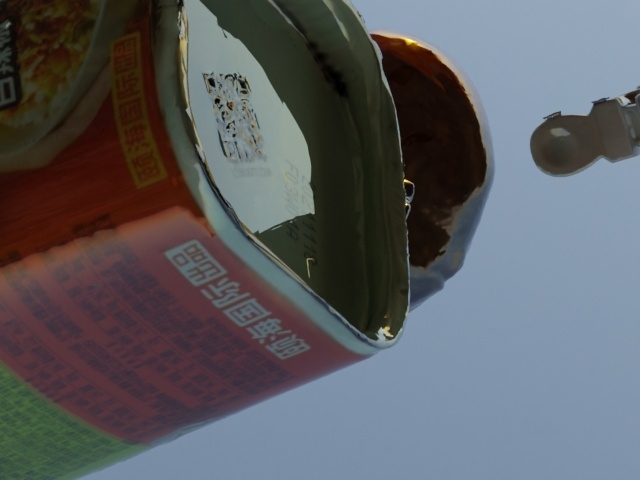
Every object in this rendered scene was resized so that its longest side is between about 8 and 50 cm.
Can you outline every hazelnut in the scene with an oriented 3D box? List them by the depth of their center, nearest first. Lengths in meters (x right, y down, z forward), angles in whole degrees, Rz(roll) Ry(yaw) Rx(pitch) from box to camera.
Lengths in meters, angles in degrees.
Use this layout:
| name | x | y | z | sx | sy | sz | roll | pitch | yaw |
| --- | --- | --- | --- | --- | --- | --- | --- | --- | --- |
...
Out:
| name | x | y | z | sx | sy | sz | roll | pitch | yaw |
| --- | --- | --- | --- | --- | --- | --- | --- | --- | --- |
| hazelnut | 0.025 | -0.038 | 1.135 | 0.178 | 0.178 | 0.204 | 40 | -80 | 13 |

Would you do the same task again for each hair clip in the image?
| name | x | y | z | sx | sy | sz | roll | pitch | yaw |
| --- | --- | --- | --- | --- | --- | --- | --- | --- | --- |
| hair clip | 0.169 | -0.060 | 0.810 | 0.072 | 0.226 | 0.034 | -19 | -87 | -16 |

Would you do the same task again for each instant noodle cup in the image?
| name | x | y | z | sx | sy | sz | roll | pitch | yaw |
| --- | --- | --- | --- | --- | --- | --- | --- | --- | --- |
| instant noodle cup | -0.137 | -0.014 | 0.805 | 0.307 | 0.294 | 0.294 | -20 | -126 | 24 |

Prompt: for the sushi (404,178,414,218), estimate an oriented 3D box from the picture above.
| name | x | y | z | sx | sy | sz | roll | pitch | yaw |
| --- | --- | --- | --- | --- | --- | --- | --- | --- | --- |
| sushi | 0.001 | -0.001 | 0.993 | 0.094 | 0.084 | 0.098 | 22 | -134 | 16 |
